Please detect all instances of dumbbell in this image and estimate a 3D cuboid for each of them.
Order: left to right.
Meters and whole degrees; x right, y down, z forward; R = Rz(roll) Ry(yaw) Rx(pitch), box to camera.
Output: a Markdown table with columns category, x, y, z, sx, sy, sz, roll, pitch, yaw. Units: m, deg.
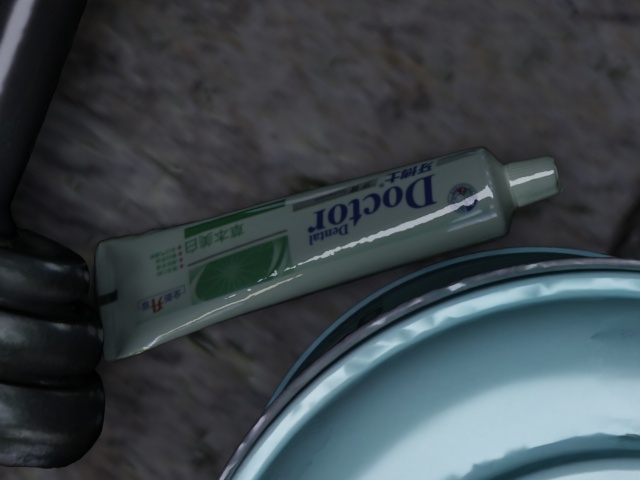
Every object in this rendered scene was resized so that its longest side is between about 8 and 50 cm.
| category | x | y | z | sx | sy | sz | roll | pitch | yaw |
| --- | --- | --- | --- | --- | --- | --- | --- | --- | --- |
| dumbbell | -0.125 | -0.083 | 0.692 | 0.179 | 0.179 | 0.406 | 20 | 92 | 2 |

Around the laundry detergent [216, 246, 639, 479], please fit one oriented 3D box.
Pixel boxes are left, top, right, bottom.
| category | x | y | z | sx | sy | sz | roll | pitch | yaw |
| --- | --- | --- | --- | --- | --- | --- | --- | --- | --- |
| laundry detergent | 0.092 | 0.146 | 0.623 | 0.287 | 0.305 | 0.287 | 0 | 91 | 2 |

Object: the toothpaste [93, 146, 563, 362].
| category | x | y | z | sx | sy | sz | roll | pitch | yaw |
| --- | --- | --- | --- | --- | --- | --- | --- | --- | --- |
| toothpaste | 0.000 | 0.000 | 0.743 | 0.218 | 0.041 | 0.064 | -16 | 60 | 11 |
